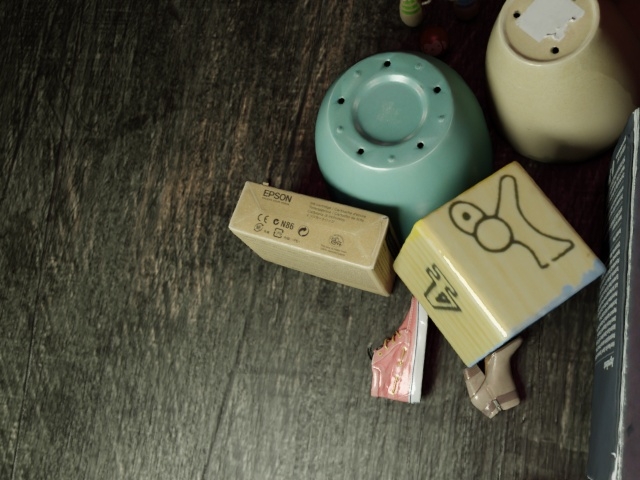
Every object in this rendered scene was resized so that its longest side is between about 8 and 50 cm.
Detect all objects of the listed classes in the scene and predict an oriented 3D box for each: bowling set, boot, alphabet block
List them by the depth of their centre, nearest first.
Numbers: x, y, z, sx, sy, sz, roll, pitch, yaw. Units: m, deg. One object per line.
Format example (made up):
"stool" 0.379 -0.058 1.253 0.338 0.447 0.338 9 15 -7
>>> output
"alphabet block" 0.247 0.039 1.038 0.192 0.193 0.197 -30 74 -17
"boot" 0.279 0.212 1.101 0.118 0.042 0.087 -33 78 5
"bowling set" 0.204 -0.429 1.211 0.287 0.154 0.199 -8 75 12

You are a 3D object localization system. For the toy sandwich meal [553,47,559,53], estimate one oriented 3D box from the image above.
"toy sandwich meal" 0.417 -0.336 1.203 0.086 0.029 0.085 -3 76 13

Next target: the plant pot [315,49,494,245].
"plant pot" 0.124 -0.158 1.122 0.293 0.235 0.292 -3 76 12

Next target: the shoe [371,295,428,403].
"shoe" 0.125 0.164 1.133 0.081 0.063 0.177 5 82 11

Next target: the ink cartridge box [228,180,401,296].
"ink cartridge box" 0.000 0.000 1.134 0.235 0.193 0.088 15 79 16

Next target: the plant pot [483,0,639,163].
"plant pot" 0.346 -0.269 1.053 0.257 0.274 0.256 -4 80 23

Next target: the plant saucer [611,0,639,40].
"plant saucer" 0.587 -0.337 1.158 0.278 0.041 0.277 -3 76 12

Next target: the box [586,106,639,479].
"box" 0.612 0.110 0.906 0.480 0.297 0.471 5 76 16

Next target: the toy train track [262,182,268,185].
"toy train track" -0.104 -0.061 1.270 0.048 0.014 0.083 11 85 8
